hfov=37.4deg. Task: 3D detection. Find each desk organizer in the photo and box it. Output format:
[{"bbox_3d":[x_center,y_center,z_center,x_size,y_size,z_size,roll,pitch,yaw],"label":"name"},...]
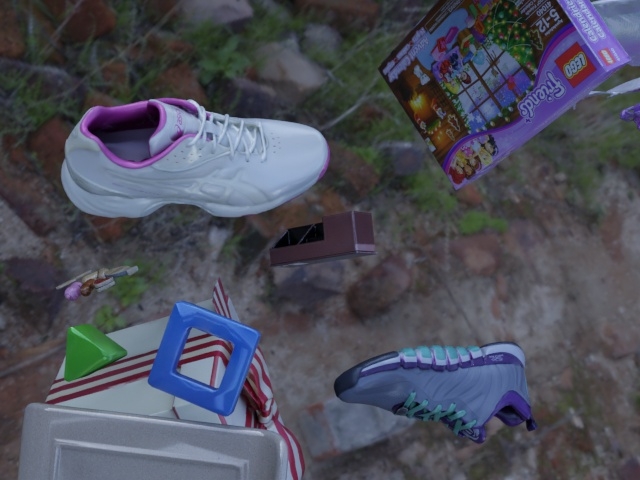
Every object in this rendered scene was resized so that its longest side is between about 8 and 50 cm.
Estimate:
[{"bbox_3d":[0.000,0.000,1.140,0.047,0.130,0.050,5,78,-55],"label":"desk organizer"}]

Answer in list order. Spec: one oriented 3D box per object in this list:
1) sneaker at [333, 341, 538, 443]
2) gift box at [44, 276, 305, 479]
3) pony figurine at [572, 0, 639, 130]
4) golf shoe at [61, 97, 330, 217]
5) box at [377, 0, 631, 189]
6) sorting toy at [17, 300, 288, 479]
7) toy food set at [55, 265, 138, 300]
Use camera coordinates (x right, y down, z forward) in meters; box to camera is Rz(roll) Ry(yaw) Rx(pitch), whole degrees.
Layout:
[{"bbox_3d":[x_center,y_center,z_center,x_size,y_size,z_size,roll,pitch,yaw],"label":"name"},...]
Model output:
[{"bbox_3d":[0.126,0.163,0.975,0.224,0.083,0.098,-4,64,-22],"label":"sneaker"},{"bbox_3d":[-0.172,0.217,1.159,0.276,0.258,0.255,-92,164,-58],"label":"gift box"},{"bbox_3d":[0.523,-0.219,1.311,0.303,0.351,0.363,29,49,-65],"label":"pony figurine"},{"bbox_3d":[-0.130,-0.097,1.045,0.306,0.140,0.115,-7,65,-16],"label":"golf shoe"},{"bbox_3d":[0.211,-0.216,1.161,0.057,0.293,0.201,-27,81,-36],"label":"box"},{"bbox_3d":[-0.122,0.213,0.662,0.047,0.196,0.347,5,90,-80],"label":"sorting toy"},{"bbox_3d":[-0.297,0.059,1.247,0.078,0.122,0.019,-31,107,-36],"label":"toy food set"}]
